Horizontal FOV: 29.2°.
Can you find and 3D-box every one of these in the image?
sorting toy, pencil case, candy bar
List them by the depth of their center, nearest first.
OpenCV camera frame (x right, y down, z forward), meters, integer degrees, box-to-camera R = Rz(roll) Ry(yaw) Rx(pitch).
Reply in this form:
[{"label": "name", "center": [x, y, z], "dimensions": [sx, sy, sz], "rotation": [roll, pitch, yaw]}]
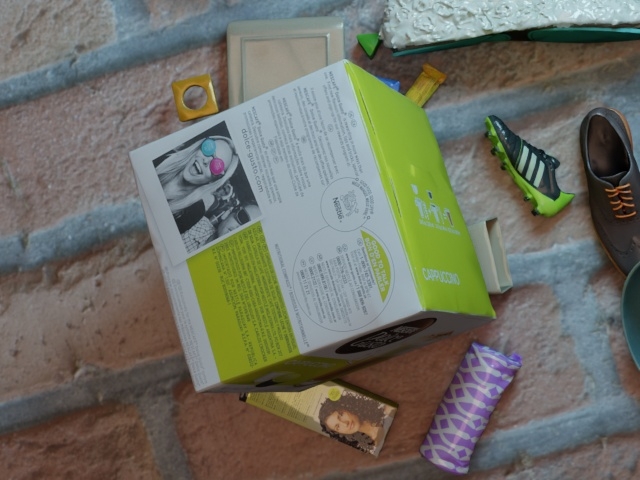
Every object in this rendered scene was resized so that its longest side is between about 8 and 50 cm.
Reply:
[{"label": "pencil case", "center": [0.225, 0.254, 1.836], "dimensions": [0.088, 0.086, 0.206], "rotation": [22, 98, -28]}, {"label": "candy bar", "center": [0.129, -0.196, 1.865], "dimensions": [0.040, 0.018, 0.161], "rotation": [37, 96, 8]}, {"label": "sorting toy", "center": [-0.052, -0.242, 1.875], "dimensions": [0.348, 0.047, 0.196], "rotation": [-1, 86, 6]}]

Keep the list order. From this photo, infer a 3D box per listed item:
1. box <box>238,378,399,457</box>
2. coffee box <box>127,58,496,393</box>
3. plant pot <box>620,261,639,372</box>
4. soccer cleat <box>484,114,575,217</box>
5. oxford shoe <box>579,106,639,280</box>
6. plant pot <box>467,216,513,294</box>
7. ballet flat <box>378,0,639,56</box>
[{"label": "box", "center": [-0.002, 0.246, 1.877], "dimensions": [0.232, 0.058, 0.087], "rotation": [21, 94, 7]}, {"label": "coffee box", "center": [0.000, 0.000, 1.674], "dimensions": [0.334, 0.337, 0.338], "rotation": [-21, 77, 19]}, {"label": "plant pot", "center": [0.594, 0.109, 1.711], "dimensions": [0.195, 0.290, 0.290], "rotation": [-27, 88, -28]}, {"label": "soccer cleat", "center": [0.309, -0.118, 1.829], "dimensions": [0.072, 0.060, 0.179], "rotation": [-34, 94, -2]}, {"label": "oxford shoe", "center": [0.430, -0.061, 1.784], "dimensions": [0.097, 0.098, 0.271], "rotation": [-19, 88, 19]}, {"label": "plant pot", "center": [0.220, 0.030, 1.822], "dimensions": [0.096, 0.109, 0.109], "rotation": [-13, 90, 18]}, {"label": "ballet flat", "center": [0.284, -0.345, 1.776], "dimensions": [0.409, 0.147, 0.147], "rotation": [-3, 91, 7]}]
